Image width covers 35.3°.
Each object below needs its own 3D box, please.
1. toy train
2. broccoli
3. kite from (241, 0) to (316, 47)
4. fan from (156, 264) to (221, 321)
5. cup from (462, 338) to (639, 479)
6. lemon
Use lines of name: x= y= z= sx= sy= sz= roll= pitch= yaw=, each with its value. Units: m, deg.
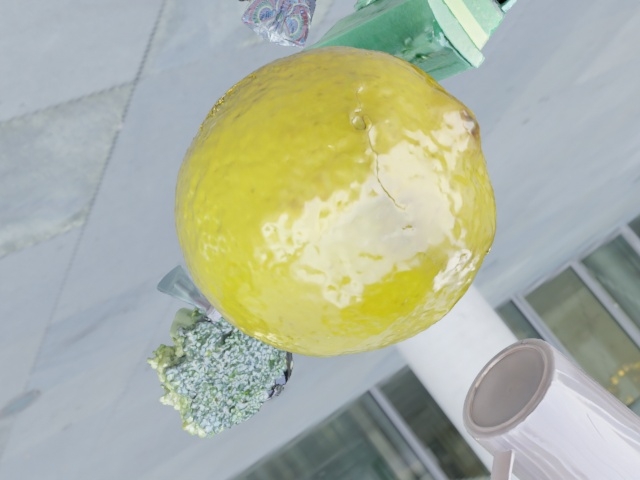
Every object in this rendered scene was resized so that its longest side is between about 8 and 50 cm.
toy train: x=0.115 y=-0.277 z=1.294 sx=0.301 sy=0.120 sz=0.202 roll=-14 pitch=-149 yaw=51
broccoli: x=-0.167 y=0.187 z=1.673 sx=0.247 sy=0.243 sz=0.262 roll=-13 pitch=112 yaw=-30
kite: x=-0.039 y=-0.501 z=1.860 sx=0.152 sy=0.015 sz=0.285 roll=14 pitch=101 yaw=-39
fan: x=-0.195 y=0.078 z=1.531 sx=0.057 sy=0.023 sz=0.282 roll=-43 pitch=-158 yaw=-13
cup: x=0.379 y=0.344 z=1.682 sx=0.288 sy=0.273 sz=0.208 roll=-51 pitch=-160 yaw=-7
lemon: x=0.012 y=-0.031 z=0.872 sx=0.293 sy=0.293 sz=0.293 roll=-35 pitch=165 yaw=-11
